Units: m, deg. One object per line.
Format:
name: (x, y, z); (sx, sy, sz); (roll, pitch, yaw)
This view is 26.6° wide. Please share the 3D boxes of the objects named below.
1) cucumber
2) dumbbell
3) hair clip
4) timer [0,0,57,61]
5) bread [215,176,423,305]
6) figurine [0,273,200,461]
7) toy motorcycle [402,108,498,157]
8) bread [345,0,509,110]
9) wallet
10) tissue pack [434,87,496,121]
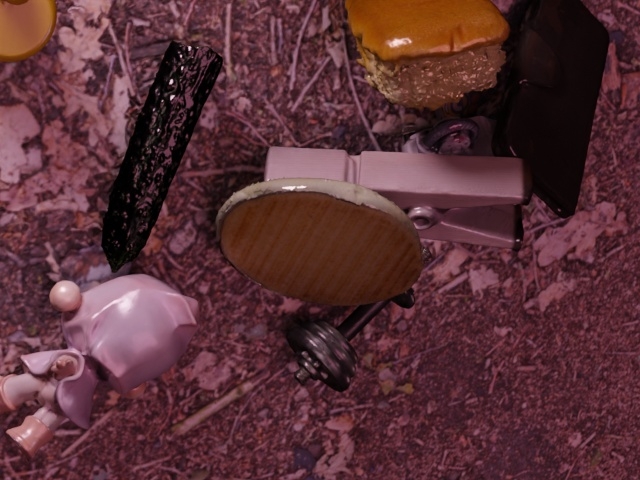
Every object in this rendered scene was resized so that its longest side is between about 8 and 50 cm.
cucumber: (-0.198, -0.096, 1.610); (0.072, 0.072, 0.300); (17, 100, -33)
dumbbell: (0.057, 0.098, 1.820); (0.254, 0.110, 0.110); (-45, 124, -14)
hair clip: (0.095, -0.056, 1.686); (0.331, 0.085, 0.101); (4, 147, -1)
timer: (-0.333, -0.244, 1.451); (0.107, 0.109, 0.107); (-11, 115, -25)
bread: (0.000, 0.000, 1.683); (0.267, 0.267, 0.040); (36, 48, -35)
figurine: (-0.271, 0.142, 1.628); (0.276, 0.133, 0.200); (-38, 126, -10)
toy motorcycle: (0.192, -0.099, 1.801); (0.171, 0.110, 0.260); (-32, 154, 31)
bread: (0.125, -0.248, 1.623); (0.174, 0.245, 0.121); (-18, 117, 0)
wallet: (0.312, -0.196, 1.786); (0.165, 0.042, 0.309); (41, 54, -33)
tissue pack: (0.187, -0.198, 1.807); (0.083, 0.035, 0.063); (-35, 127, -14)
